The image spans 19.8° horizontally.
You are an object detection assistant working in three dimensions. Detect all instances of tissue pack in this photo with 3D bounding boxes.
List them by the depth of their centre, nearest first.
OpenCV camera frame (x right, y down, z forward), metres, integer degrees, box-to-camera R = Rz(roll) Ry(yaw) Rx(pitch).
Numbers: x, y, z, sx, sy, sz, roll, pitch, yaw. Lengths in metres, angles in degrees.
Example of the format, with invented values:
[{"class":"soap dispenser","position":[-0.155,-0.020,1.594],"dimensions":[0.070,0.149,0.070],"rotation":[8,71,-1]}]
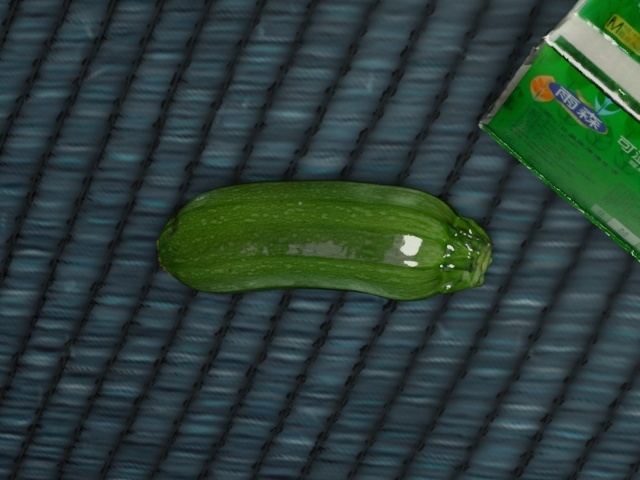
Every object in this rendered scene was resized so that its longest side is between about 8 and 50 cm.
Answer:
[{"class":"tissue pack","position":[0.226,-0.070,1.024],"dimensions":[0.209,0.148,0.156],"rotation":[41,75,4]}]

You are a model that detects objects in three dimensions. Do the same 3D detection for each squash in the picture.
[{"class":"squash","position":[0.000,0.000,1.155],"dimensions":[0.219,0.068,0.077],"rotation":[4,92,18]}]
